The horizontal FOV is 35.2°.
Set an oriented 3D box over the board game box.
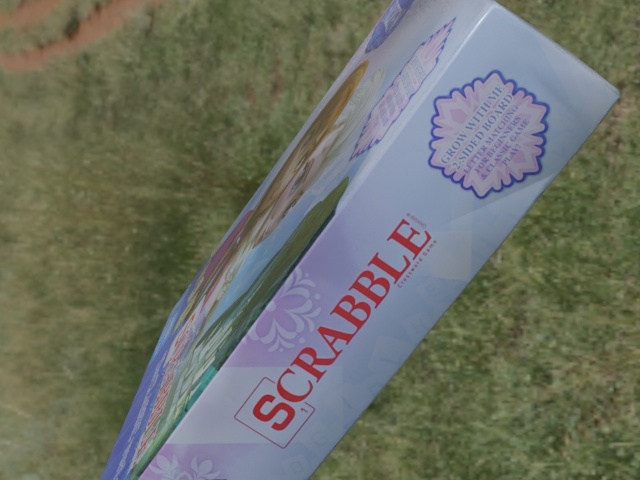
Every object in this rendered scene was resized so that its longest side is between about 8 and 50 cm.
[{"bbox_3d":[0.000,0.000,0.555,0.318,0.066,0.319,-53,10,15],"label":"board game box"}]
